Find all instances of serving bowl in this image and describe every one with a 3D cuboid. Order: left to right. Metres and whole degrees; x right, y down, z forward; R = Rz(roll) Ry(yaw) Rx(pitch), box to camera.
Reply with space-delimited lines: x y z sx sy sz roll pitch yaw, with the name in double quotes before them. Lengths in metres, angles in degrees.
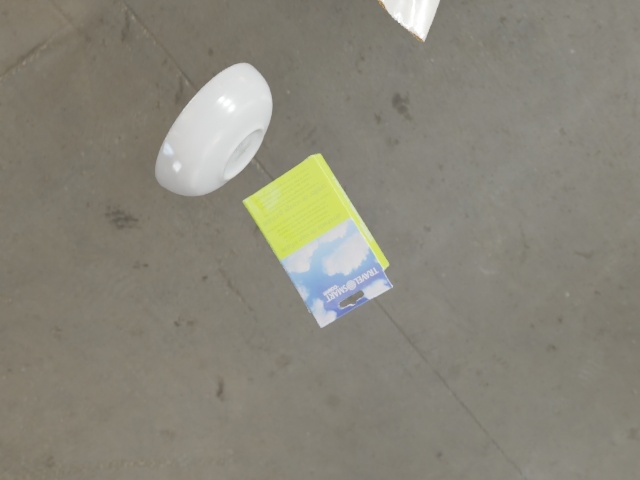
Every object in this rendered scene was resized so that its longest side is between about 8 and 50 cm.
"serving bowl" -0.053 -0.055 0.431 0.027 0.083 0.083 38 116 10

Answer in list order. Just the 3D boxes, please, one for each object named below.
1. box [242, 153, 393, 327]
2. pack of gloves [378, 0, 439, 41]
"box" 0.000 0.000 0.929 0.109 0.042 0.178 -32 89 18
"pack of gloves" 0.111 -0.380 0.891 0.195 0.046 0.232 32 76 -33
